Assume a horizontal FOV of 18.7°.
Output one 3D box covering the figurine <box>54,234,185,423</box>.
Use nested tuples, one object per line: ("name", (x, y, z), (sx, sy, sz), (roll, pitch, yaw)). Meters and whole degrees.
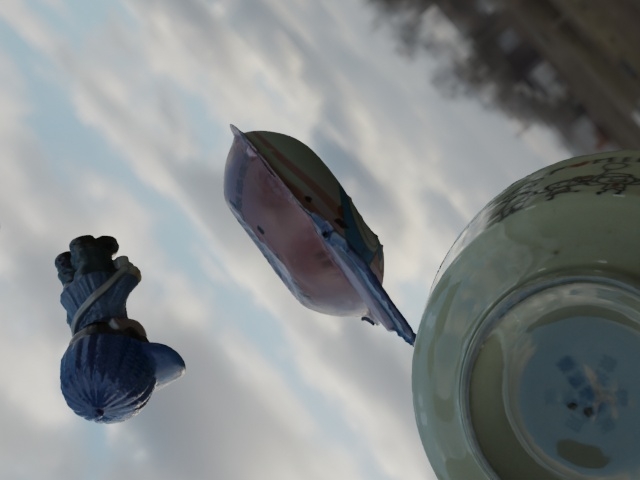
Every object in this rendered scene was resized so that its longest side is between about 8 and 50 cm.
("figurine", (-0.161, 0.065, 1.458), (0.087, 0.086, 0.149), (12, -131, -46))

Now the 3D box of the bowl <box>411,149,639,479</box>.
("bowl", (0.147, 0.073, 0.985), (0.238, 0.238, 0.126), (51, -163, 9))

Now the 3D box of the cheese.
("cheese", (0.000, 0.000, 1.382), (0.189, 0.074, 0.286), (53, 176, -23))
